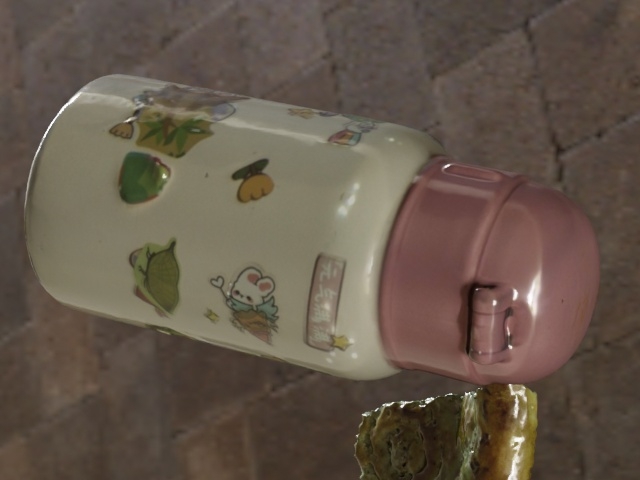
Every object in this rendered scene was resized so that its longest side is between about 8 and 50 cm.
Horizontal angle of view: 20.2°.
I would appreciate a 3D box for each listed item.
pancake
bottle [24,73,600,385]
[{"bbox_3d":[0.080,0.235,1.627,0.376,0.054,0.197,-56,51,31],"label":"pancake"},{"bbox_3d":[0.000,0.000,0.805,0.253,0.120,0.120,13,98,25],"label":"bottle"}]
